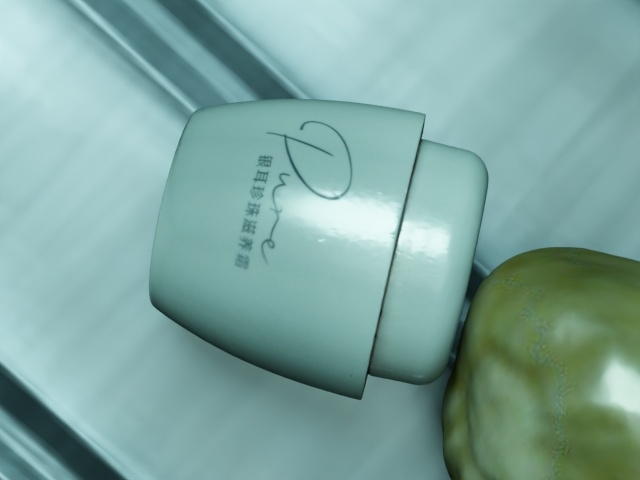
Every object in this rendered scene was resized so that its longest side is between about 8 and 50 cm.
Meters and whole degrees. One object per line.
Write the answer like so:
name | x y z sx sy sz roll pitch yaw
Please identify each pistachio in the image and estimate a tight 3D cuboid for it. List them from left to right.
pistachio | 0.117 0.077 0.566 0.185 0.126 0.108 39 132 -8

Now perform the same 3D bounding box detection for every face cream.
face cream | 0.000 0.000 0.557 0.095 0.091 0.091 13 92 3
